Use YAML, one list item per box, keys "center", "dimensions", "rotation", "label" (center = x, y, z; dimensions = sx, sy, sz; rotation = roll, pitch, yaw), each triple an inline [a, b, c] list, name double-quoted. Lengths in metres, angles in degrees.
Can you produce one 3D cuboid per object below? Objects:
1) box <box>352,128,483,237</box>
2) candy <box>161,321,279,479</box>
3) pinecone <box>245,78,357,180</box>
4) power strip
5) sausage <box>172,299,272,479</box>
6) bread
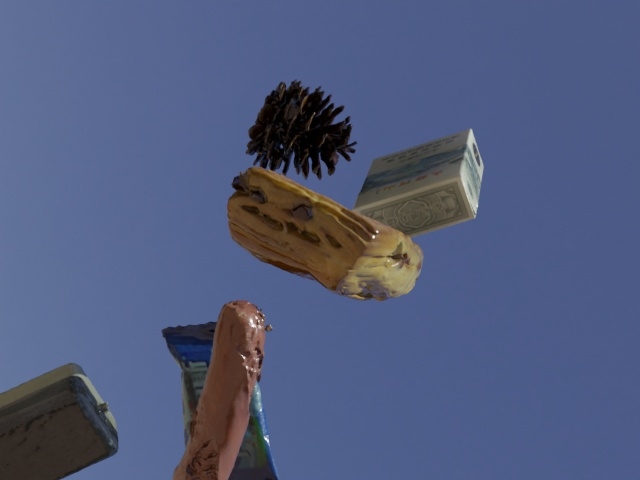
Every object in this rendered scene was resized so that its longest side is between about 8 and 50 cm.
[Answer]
- center: [0.148, -0.079, 2.226]
  dimensions: [0.256, 0.164, 0.069]
  rotation: [-66, 137, -69]
  label: "box"
- center: [-0.180, 0.310, 2.744]
  dimensions: [0.077, 0.187, 0.331]
  rotation: [140, -55, -86]
  label: "candy"
- center: [-0.023, -0.168, 2.395]
  dimensions: [0.163, 0.165, 0.163]
  rotation: [20, 90, -89]
  label: "pinecone"
- center: [-0.343, 0.226, 1.639]
  dimensions: [0.070, 0.257, 0.105]
  rotation: [-107, 172, -54]
  label: "power strip"
- center: [-0.131, 0.226, 1.979]
  dimensions: [0.087, 0.079, 0.326]
  rotation: [53, -47, 51]
  label: "sausage"
- center: [0.000, 0.000, 1.732]
  dimensions: [0.210, 0.235, 0.099]
  rotation: [27, -89, 18]
  label: "bread"
